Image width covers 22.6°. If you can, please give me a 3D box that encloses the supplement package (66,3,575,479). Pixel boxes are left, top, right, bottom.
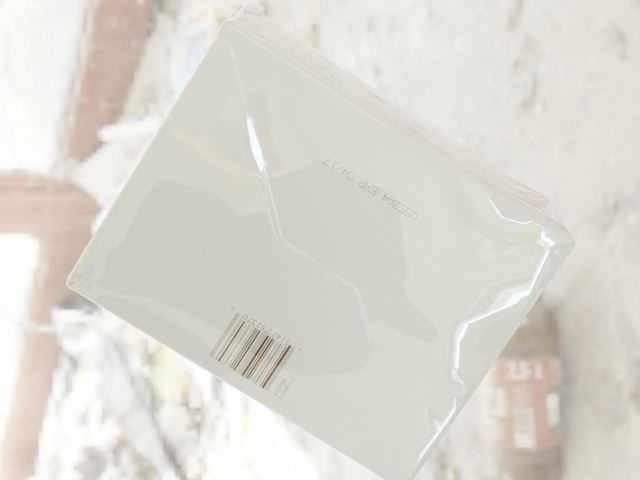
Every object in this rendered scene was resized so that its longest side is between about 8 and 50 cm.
[{"bbox_3d":[0.000,0.000,1.077,0.204,0.262,0.145,-57,5,12],"label":"supplement package"}]
